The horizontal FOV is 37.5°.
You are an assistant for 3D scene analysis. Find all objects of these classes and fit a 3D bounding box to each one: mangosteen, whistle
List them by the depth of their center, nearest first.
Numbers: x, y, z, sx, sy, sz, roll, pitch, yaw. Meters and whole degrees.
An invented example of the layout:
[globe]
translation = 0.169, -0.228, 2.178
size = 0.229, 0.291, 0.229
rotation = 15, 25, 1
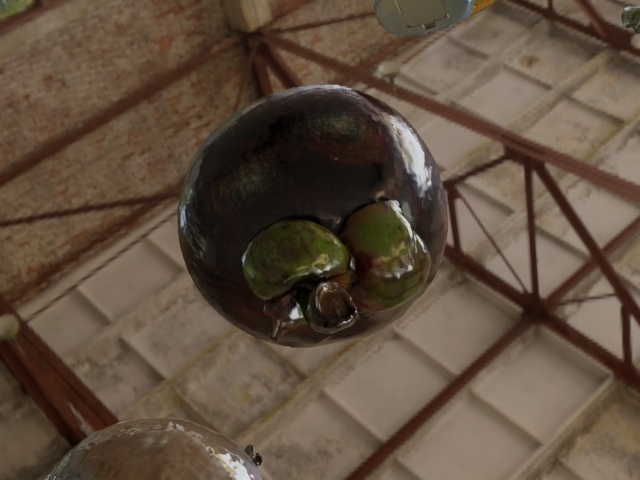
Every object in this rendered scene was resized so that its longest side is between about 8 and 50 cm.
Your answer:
[whistle]
translation = -0.131, 0.237, 0.715
size = 0.189, 0.348, 0.189
rotation = 2, -111, -6
[mangosteen]
translation = 0.000, 0.000, 1.038
size = 0.306, 0.306, 0.360
rotation = -17, -133, -3

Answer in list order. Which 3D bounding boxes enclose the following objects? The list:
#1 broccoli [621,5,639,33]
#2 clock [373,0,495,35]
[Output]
[broccoli]
translation = 0.309, -0.190, 0.711
size = 0.122, 0.118, 0.204
rotation = 9, -151, 1
[clock]
translation = 0.172, -0.350, 1.288
size = 0.231, 0.103, 0.144
rotation = -4, -146, 38
